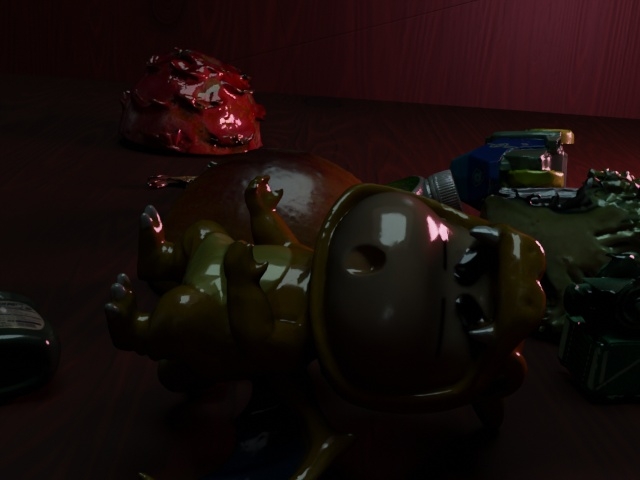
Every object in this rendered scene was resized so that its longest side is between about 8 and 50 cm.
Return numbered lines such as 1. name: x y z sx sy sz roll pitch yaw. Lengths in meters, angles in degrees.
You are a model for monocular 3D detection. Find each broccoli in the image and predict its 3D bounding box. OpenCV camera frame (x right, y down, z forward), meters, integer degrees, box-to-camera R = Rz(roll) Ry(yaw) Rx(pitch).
1. broccoli: 0.354 0.016 1.329 0.273 0.242 0.180 16 -3 17

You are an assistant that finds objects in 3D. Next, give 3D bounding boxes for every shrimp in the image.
1. shrimp: -0.271 -0.111 1.892 0.147 0.035 0.195 6 9 -3

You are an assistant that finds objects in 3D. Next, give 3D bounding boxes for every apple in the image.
1. apple: -0.072 0.005 1.346 0.346 0.179 0.254 3 54 -2

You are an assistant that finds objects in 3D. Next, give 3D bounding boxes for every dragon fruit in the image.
1. dragon fruit: -0.313 -0.349 2.377 0.371 0.249 0.386 10 19 3

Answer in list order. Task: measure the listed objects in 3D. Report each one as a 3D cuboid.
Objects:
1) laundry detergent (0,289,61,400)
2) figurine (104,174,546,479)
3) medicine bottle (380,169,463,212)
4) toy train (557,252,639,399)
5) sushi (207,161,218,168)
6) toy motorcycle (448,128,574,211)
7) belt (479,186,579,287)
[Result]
1. laundry detergent: -0.374 0.102 1.066 0.144 0.078 0.221 -8 20 -24
2. figurine: 0.006 0.071 0.946 0.387 0.268 0.401 2 11 2
3. medicine bottle: 0.137 -0.049 1.591 0.188 0.088 0.132 -17 14 9
4. toy train: 0.410 0.103 1.124 0.269 0.154 0.115 1 15 -12
5. sushi: -0.127 -0.069 1.689 0.109 0.134 0.273 11 -3 -28
6. toy motorcycle: 0.335 -0.107 1.674 0.200 0.191 0.326 3 3 20
7. belt: 0.358 0.002 1.488 0.230 0.126 0.140 -3 46 5
